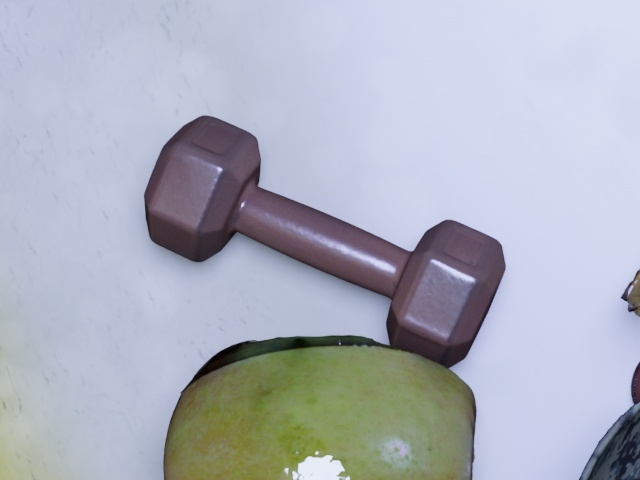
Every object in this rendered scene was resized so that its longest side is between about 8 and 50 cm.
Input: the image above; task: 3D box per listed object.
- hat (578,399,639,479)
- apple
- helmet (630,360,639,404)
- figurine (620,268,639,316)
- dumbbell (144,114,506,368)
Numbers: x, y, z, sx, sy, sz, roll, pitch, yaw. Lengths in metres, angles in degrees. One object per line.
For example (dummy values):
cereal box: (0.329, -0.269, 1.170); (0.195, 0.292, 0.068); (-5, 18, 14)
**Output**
hat: (0.174, 0.216, 1.011); (0.128, 0.265, 0.266); (-1, 93, 43)
apple: (0.003, 0.157, 1.036); (0.188, 0.174, 0.207); (-3, 108, 13)
helmet: (0.235, 0.094, 1.042); (0.084, 0.049, 0.065); (-10, 90, 11)
figurine: (0.329, 0.049, 0.963); (0.257, 0.181, 0.208); (38, 65, 1)
dumbbell: (0.000, 0.000, 1.065); (0.231, 0.092, 0.082); (24, 125, 8)
